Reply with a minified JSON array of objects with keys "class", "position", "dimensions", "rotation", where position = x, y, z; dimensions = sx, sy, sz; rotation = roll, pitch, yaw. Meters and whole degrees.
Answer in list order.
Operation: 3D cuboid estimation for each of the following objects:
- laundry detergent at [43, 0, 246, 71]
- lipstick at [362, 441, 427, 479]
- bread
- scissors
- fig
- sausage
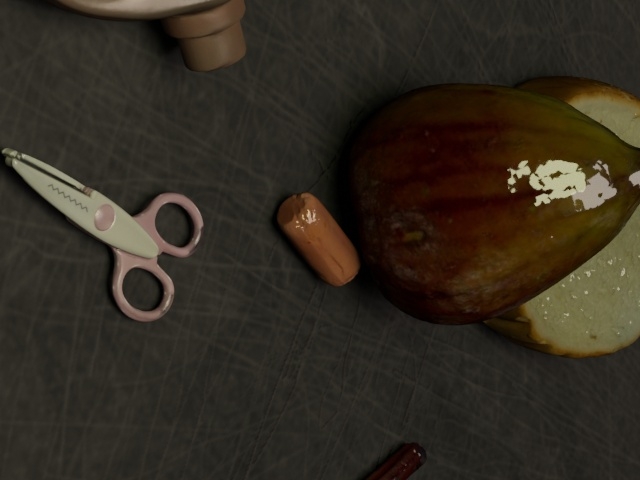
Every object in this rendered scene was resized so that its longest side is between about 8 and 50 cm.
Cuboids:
[{"class":"laundry detergent","position":[-0.119,-0.193,1.063],"dimensions":[0.171,0.076,0.237],"rotation":[-37,127,-35]},{"class":"lipstick","position":[0.019,0.201,1.344],"dimensions":[0.176,0.027,0.027],"rotation":[-38,125,-37]},{"class":"bread","position":[0.197,-0.018,1.453],"dimensions":[0.236,0.070,0.236],"rotation":[-14,109,-44]},{"class":"scissors","position":[-0.134,-0.014,1.125],"dimensions":[0.176,0.022,0.085],"rotation":[38,74,-49]},{"class":"fig","position":[0.156,-0.044,1.270],"dimensions":[0.145,0.274,0.170],"rotation":[-27,100,-71]},{"class":"sausage","position":[0.000,0.000,1.267],"dimensions":[0.034,0.034,0.083],"rotation":[-59,136,-20]}]
